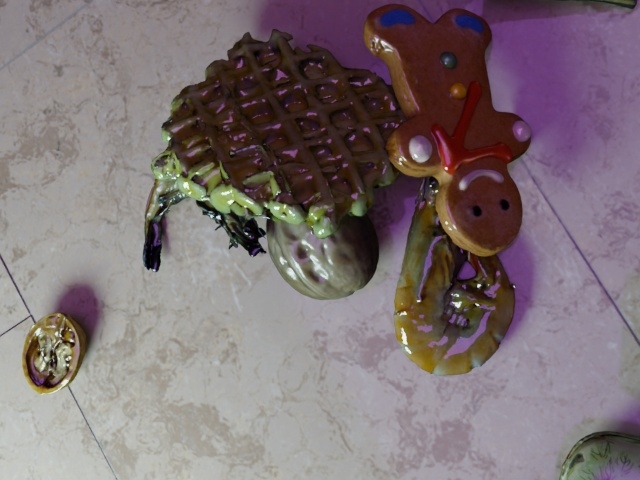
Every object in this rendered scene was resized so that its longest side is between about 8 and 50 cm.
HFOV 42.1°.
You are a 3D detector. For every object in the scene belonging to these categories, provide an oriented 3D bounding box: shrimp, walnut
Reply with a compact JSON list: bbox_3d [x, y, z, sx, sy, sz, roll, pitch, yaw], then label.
[{"bbox_3d":[0.177,0.032,1.061,0.152,0.063,0.287,8,94,12],"label":"shrimp"},{"bbox_3d":[-0.378,0.162,1.203,0.091,0.052,0.121,19,91,15],"label":"walnut"},{"bbox_3d":[0.000,-0.001,1.070,0.140,0.140,0.162,-35,102,11],"label":"walnut"},{"bbox_3d":[-0.166,-0.011,1.120,0.262,0.051,0.198,47,116,37],"label":"shrimp"}]

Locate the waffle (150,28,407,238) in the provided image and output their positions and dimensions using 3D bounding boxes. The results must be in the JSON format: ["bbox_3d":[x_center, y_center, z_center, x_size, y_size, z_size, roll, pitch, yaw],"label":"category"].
[{"bbox_3d":[-0.045,-0.144,1.044,0.317,0.073,0.297,22,56,14],"label":"waffle"}]

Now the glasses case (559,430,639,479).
[{"bbox_3d":[0.490,0.336,0.958,0.425,0.098,0.156,11,96,14],"label":"glasses case"}]

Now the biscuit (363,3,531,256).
[{"bbox_3d":[0.173,-0.140,1.018,0.205,0.049,0.324,-6,80,-26],"label":"biscuit"}]

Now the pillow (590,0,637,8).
[{"bbox_3d":[0.297,-0.399,1.028,0.208,0.052,0.212,3,93,-5],"label":"pillow"}]
